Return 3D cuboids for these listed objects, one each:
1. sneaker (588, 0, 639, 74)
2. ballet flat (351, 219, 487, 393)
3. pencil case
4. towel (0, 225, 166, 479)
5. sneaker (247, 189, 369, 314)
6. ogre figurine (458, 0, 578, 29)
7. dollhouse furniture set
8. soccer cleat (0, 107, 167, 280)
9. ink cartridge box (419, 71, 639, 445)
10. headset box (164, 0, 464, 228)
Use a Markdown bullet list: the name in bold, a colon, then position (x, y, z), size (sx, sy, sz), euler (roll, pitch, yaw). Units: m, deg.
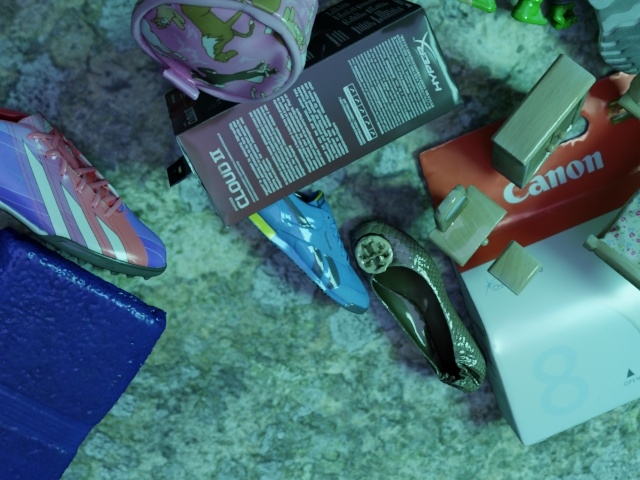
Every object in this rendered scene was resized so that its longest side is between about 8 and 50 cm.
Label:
- **sneaker**: position (0.339, -0.281, 1.148), size (0.105, 0.115, 0.281), euler (-7, 150, 30)
- **ballet flat**: position (0.116, 0.084, 1.263), size (0.084, 0.058, 0.250), euler (-24, 108, 34)
- **pencil case**: position (-0.051, -0.317, 0.976), size (0.160, 0.167, 0.386), euler (11, 66, 5)
- **towel**: position (-0.347, 0.153, 1.215), size (0.227, 0.076, 0.308), euler (33, 99, -26)
- **sneaker**: position (0.000, 0.000, 1.228), size (0.082, 0.069, 0.209), euler (-44, 110, 1)
- **ogre figurine**: position (0.213, -0.302, 1.155), size (0.197, 0.097, 0.118), euler (16, 111, -10)
- **dollhouse furniture set**: position (0.341, -0.013, 1.128), size (0.355, 0.174, 0.303), euler (40, 90, 12)
- **soccer cleat**: position (-0.289, -0.067, 1.134), size (0.318, 0.108, 0.116), euler (30, 96, -16)
- **ink cartridge box**: position (0.321, 0.021, 1.286), size (0.308, 0.091, 0.385), euler (-22, 112, -3)
- **headset box**: position (-0.031, -0.139, 1.096), size (0.293, 0.218, 0.110), euler (-28, 111, -2)
